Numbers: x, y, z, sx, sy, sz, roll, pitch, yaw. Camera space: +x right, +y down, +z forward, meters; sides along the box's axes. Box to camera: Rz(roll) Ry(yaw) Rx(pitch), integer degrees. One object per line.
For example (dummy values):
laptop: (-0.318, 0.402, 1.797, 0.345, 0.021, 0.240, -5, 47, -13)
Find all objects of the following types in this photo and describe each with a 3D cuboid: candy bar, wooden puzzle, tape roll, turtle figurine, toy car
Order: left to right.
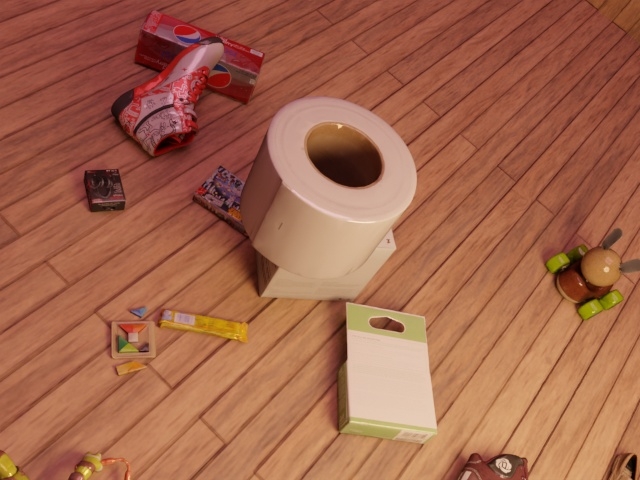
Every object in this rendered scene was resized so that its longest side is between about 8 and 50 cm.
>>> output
turtle figurine: (-0.389, 0.375, 0.927, 0.217, 0.087, 0.270, 28, 51, -4)
wooden puzzle: (-0.310, 0.165, 1.155, 0.078, 0.014, 0.116, -3, 59, -26)
candy bar: (-0.203, 0.148, 1.211, 0.161, 0.018, 0.040, 12, 50, -15)
tape roll: (0.009, -0.083, 1.105, 0.246, 0.169, 0.246, 12, 53, -17)
toy car: (0.623, 0.057, 1.527, 0.148, 0.188, 0.155, -16, 66, -32)

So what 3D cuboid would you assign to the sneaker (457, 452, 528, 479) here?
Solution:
sneaker: (0.362, 0.461, 1.192, 0.281, 0.106, 0.162, 34, 48, 2)

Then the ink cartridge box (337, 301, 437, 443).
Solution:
ink cartridge box: (0.117, 0.239, 1.266, 0.171, 0.056, 0.235, 12, 51, -17)

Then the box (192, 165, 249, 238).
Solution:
box: (-0.170, -0.077, 1.374, 0.137, 0.027, 0.094, 34, 52, 1)

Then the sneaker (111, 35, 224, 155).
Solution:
sneaker: (-0.269, -0.282, 1.394, 0.270, 0.090, 0.145, -39, 80, -13)

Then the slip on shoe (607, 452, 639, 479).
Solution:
slip on shoe: (0.577, 0.463, 1.323, 0.051, 0.041, 0.135, 38, 51, 5)

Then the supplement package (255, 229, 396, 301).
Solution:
supplement package: (0.000, 0.000, 1.283, 0.194, 0.203, 0.149, 4, 56, -22)

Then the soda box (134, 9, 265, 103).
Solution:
soda box: (-0.261, -0.398, 1.512, 0.263, 0.092, 0.084, 20, 49, -11)

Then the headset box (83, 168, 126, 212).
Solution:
headset box: (-0.396, -0.089, 1.279, 0.062, 0.032, 0.083, -6, 59, -27)
